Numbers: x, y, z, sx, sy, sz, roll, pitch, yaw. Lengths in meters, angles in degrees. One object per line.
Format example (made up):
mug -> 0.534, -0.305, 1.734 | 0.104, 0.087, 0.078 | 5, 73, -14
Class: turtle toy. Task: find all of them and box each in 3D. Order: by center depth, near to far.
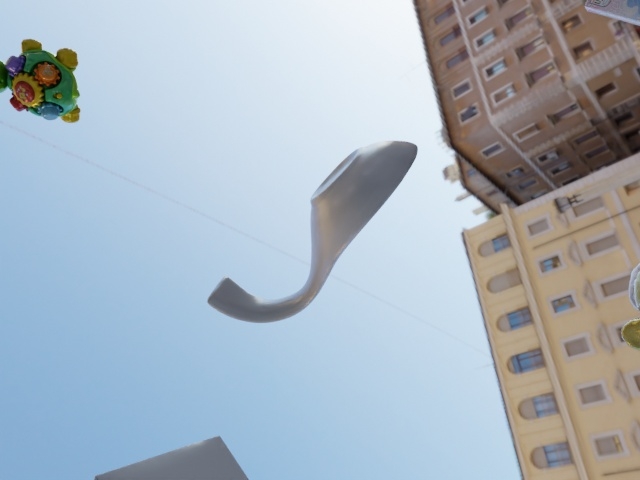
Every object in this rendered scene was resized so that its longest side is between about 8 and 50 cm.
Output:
turtle toy -> -0.356, -0.193, 0.688 | 0.130, 0.095, 0.066 | 16, -148, 7

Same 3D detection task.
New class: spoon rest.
spoon rest -> 0.000, 0.000, 0.581 | 0.084, 0.276, 0.137 | 44, -153, -11

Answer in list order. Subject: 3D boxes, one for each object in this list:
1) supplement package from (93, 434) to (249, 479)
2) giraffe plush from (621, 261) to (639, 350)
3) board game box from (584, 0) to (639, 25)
supplement package -> -0.176, 0.435, 0.764 | 0.204, 0.145, 0.262 | -2, -144, -46
giraffe plush -> 0.424, 0.072, 0.624 | 0.170, 0.210, 0.181 | 14, -105, 0
board game box -> 0.235, -0.182, 0.361 | 0.090, 0.090, 0.020 | 30, -158, 26
